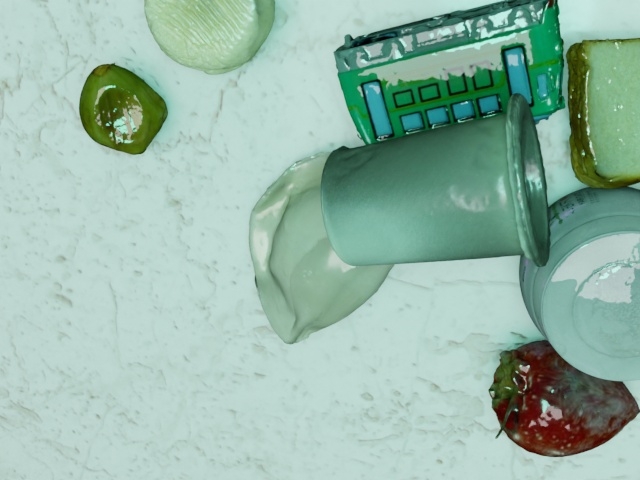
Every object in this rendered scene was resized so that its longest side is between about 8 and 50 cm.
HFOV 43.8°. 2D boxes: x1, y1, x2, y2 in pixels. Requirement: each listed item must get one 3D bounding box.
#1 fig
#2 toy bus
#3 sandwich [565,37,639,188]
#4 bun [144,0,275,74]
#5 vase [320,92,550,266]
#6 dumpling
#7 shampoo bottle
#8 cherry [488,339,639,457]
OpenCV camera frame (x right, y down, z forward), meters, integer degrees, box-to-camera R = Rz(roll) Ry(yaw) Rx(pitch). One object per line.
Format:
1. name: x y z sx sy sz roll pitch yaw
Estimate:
1. fig: -0.344 -0.227 1.371 0.144 0.154 0.166 -18 146 7
2. toy bus: 0.205 -0.253 1.217 0.343 0.183 0.199 -11 108 17
3. sandwich: 0.491 -0.201 1.178 0.251 0.087 0.226 -10 101 -7
4. bun: -0.171 -0.380 1.293 0.220 0.134 0.220 6 113 14
5. vase: 0.164 -0.065 1.135 0.291 0.245 0.245 -7 106 25
6. dumpling: -0.002 0.002 1.364 0.260 0.181 0.341 52 139 14
7. shampoo bottle: 0.444 0.059 1.215 0.273 0.266 0.273 3 107 11
8. cherry: 0.409 0.269 1.337 0.249 0.192 0.175 5 143 5
